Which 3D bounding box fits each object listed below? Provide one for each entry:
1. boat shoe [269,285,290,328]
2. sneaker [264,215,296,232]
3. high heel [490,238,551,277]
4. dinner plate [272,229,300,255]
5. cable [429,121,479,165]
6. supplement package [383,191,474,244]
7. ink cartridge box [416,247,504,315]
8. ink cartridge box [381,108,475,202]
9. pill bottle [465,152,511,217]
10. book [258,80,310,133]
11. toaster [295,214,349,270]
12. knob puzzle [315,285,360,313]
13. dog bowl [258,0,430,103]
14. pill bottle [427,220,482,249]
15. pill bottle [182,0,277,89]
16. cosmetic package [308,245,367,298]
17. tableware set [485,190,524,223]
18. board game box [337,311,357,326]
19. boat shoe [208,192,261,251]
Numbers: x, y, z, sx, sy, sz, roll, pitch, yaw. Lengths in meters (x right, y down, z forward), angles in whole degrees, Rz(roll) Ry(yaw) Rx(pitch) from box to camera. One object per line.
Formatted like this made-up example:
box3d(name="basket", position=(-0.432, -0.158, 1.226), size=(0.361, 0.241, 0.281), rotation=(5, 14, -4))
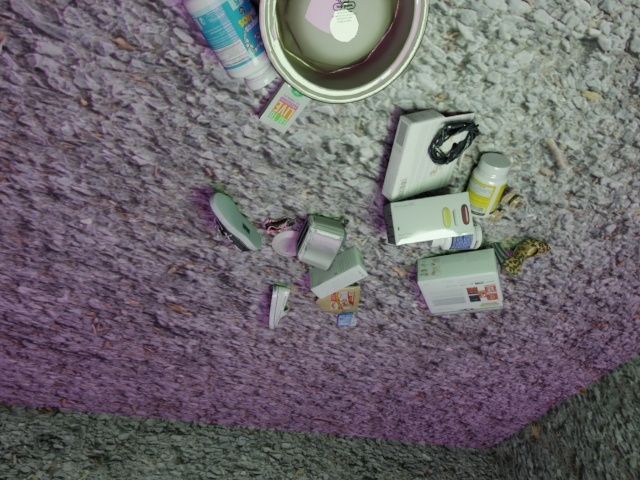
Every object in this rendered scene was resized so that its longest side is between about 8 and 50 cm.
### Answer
box3d(name="boat shoe", position=(-0.181, 0.304, 1.891), size=(0.085, 0.095, 0.258), rotation=(6, 133, -6))
box3d(name="sneaker", position=(-0.149, -0.053, 1.585), size=(0.120, 0.057, 0.047), rotation=(-11, 131, 2))
box3d(name="high heel", position=(0.842, 0.083, 1.736), size=(0.262, 0.186, 0.093), rotation=(-1, 132, -6))
box3d(name="dinner plate", position=(-0.120, 0.017, 1.683), size=(0.141, 0.017, 0.141), rotation=(-3, 134, -3))
box3d(name="cable", position=(0.434, -0.310, 1.370), size=(0.185, 0.047, 0.150), rotation=(-17, 138, -26))
box3d(name="supplement package", position=(0.368, -0.075, 1.499), size=(0.262, 0.204, 0.145), rotation=(-9, 91, 1))
box3d(name="ink cartridge box", position=(0.590, 0.185, 1.801), size=(0.310, 0.130, 0.271), rotation=(-10, 135, 22))
box3d(name="ink cartridge box", position=(0.350, -0.286, 1.421), size=(0.261, 0.066, 0.296), rotation=(-17, 138, -26))
box3d(name="pill bottle", position=(0.580, -0.192, 1.497), size=(0.119, 0.119, 0.208), rotation=(0, 133, -6))
box3d(name="book", position=(-0.107, -0.401, 1.285), size=(0.096, 0.035, 0.144), rotation=(24, 125, -31))
box3d(name="toaster", position=(0.000, 0.000, 1.601), size=(0.147, 0.129, 0.226), rotation=(16, 121, -18))
box3d(name="knob puzzle", position=(0.075, 0.262, 1.924), size=(0.214, 0.029, 0.213), rotation=(-4, 134, -4))
box3d(name="dog bowl", position=(0.047, -0.557, 1.046), size=(0.409, 0.150, 0.407), rotation=(-7, 131, -8))
box3d(name="pill bottle", position=(0.513, -0.019, 1.656), size=(0.187, 0.111, 0.111), rotation=(-2, 133, -5))
box3d(name="pill bottle", position=(-0.212, -0.519, 1.081), size=(0.146, 0.146, 0.264), rotation=(-22, 132, 14))
box3d(name="cosmetic package", position=(0.068, 0.131, 1.744), size=(0.231, 0.117, 0.085), rotation=(-29, 129, 18))
box3d(name="tableware set", position=(0.688, -0.121, 1.607), size=(0.141, 0.020, 0.168), rotation=(1, 135, -46))
box3d(name="board game box", position=(0.128, 0.376, 2.043), size=(0.090, 0.020, 0.090), rotation=(-2, 134, -5))
box3d(name="boat shoe", position=(-0.326, -0.053, 1.532), size=(0.105, 0.113, 0.306), rotation=(-15, 149, 16))
